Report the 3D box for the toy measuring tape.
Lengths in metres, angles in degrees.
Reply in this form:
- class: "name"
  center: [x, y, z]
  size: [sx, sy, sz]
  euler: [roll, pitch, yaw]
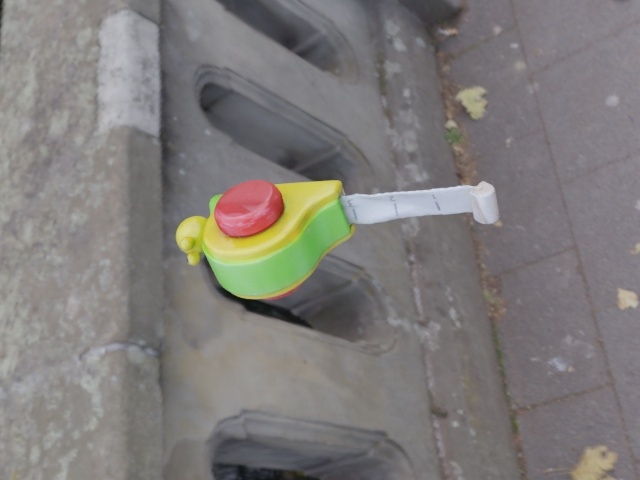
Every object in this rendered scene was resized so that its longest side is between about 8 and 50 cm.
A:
- class: "toy measuring tape"
  center: [0.000, 0.000, 0.847]
  size: [0.330, 0.121, 0.121]
  euler: [-2, 71, 23]
